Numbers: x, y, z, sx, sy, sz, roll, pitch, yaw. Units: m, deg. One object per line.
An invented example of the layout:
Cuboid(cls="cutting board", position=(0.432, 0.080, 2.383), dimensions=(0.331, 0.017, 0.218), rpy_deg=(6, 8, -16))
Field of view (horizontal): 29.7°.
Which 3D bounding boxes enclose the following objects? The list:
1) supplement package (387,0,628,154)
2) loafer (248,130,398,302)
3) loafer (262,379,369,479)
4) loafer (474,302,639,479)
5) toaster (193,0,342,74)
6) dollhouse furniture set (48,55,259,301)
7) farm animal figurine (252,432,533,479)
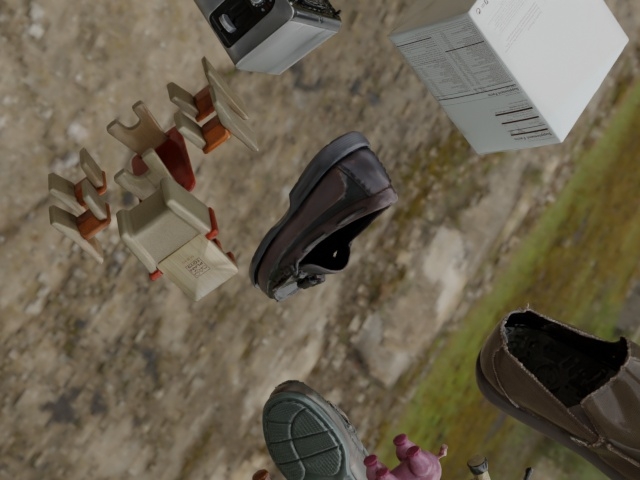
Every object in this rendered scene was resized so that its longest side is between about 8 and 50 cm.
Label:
Cuboid(cls="supplement package", position=(0.230, -0.247, 1.471), dimensions=(0.203, 0.149, 0.194), rpy_deg=(49, 61, -24))
Cuboid(cls="loafer", position=(0.000, 0.000, 1.376), dimensions=(0.109, 0.095, 0.302), rpy_deg=(-30, 162, -34))
Cuboid(cls="loafer", position=(0.011, 0.257, 1.433), dimensions=(0.267, 0.096, 0.084), rpy_deg=(62, 25, -29))
Cuboid(cls="loafer", position=(0.324, 0.180, 1.275), dimensions=(0.134, 0.366, 0.130), rpy_deg=(-57, 154, -24))
Cuboid(cls="toaster", position=(-0.073, -0.291, 1.393), dimensions=(0.110, 0.168, 0.186), rpy_deg=(-35, 171, 21))
Cuboid(cls="dollhouse furniture set", position=(-0.190, -0.057, 1.491), dimensions=(0.262, 0.259, 0.135), rpy_deg=(-35, 127, 12))
Cuboid(cls="farm animal figurine", position=(0.029, 0.356, 1.174), dimensions=(0.327, 0.330, 0.172), rpy_deg=(-51, 122, -42))
